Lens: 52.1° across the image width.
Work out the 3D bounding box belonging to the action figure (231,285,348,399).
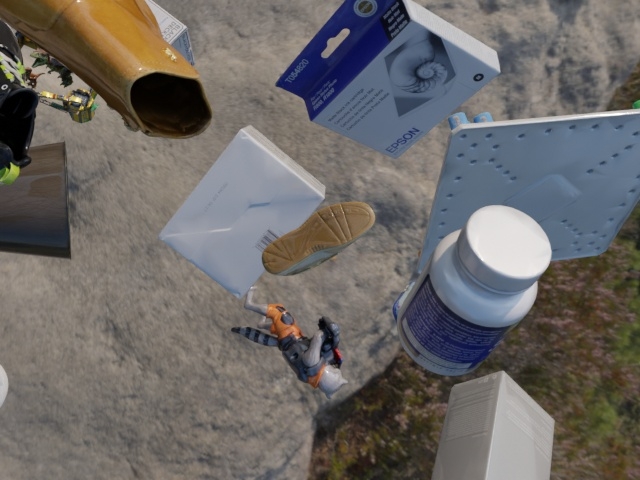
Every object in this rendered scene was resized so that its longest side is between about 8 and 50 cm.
[{"bbox_3d":[-0.066,0.303,1.767,0.178,0.330,0.341,-39,153,-25],"label":"action figure"}]

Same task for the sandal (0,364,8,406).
[{"bbox_3d":[-0.728,0.191,1.076,0.416,0.102,0.169,32,73,-14],"label":"sandal"}]

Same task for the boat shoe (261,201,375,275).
[{"bbox_3d":[0.000,0.000,0.923,0.170,0.059,0.063,-25,70,7],"label":"boat shoe"}]

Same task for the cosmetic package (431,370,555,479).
[{"bbox_3d":[0.225,0.307,0.861,0.127,0.107,0.238,45,45,-15],"label":"cosmetic package"}]

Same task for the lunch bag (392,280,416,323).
[{"bbox_3d":[0.319,0.249,2.088,0.176,0.090,0.219,-48,123,-38],"label":"lunch bag"}]

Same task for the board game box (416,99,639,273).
[{"bbox_3d":[0.381,-0.085,1.159,0.389,0.050,0.390,-6,143,-6],"label":"board game box"}]

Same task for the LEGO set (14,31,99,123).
[{"bbox_3d":[-0.665,-0.462,1.607,0.331,0.192,0.255,28,63,-2],"label":"LEGO set"}]

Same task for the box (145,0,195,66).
[{"bbox_3d":[-0.460,-0.544,1.657,0.290,0.169,0.087,38,74,7],"label":"box"}]

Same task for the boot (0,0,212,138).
[{"bbox_3d":[-0.192,-0.182,0.461,0.104,0.295,0.211,-45,71,8],"label":"boot"}]

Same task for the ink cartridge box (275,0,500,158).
[{"bbox_3d":[0.087,-0.219,0.891,0.223,0.223,0.045,19,52,-29],"label":"ink cartridge box"}]

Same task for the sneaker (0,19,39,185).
[{"bbox_3d":[-0.361,-0.165,0.763,0.097,0.084,0.235,-15,69,21],"label":"sneaker"}]

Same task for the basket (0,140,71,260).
[{"bbox_3d":[-0.536,-0.061,1.082,0.226,0.154,0.205,-4,99,-20],"label":"basket"}]

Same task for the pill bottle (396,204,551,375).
[{"bbox_3d":[0.156,0.053,0.677,0.111,0.112,0.187,-10,148,-19],"label":"pill bottle"}]

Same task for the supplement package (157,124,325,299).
[{"bbox_3d":[-0.147,-0.059,1.288,0.204,0.145,0.262,39,102,-8],"label":"supplement package"}]
